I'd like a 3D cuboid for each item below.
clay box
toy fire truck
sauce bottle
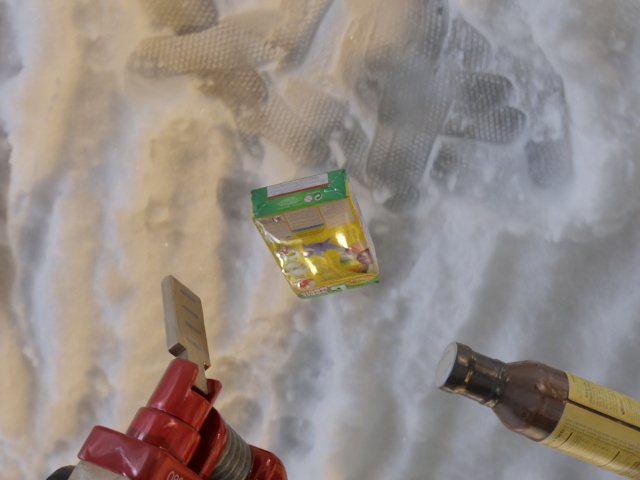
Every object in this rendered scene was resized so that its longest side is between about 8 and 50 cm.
[{"bbox_3d":[0.000,0.000,1.066,0.127,0.053,0.222,-12,146,8],"label":"clay box"},{"bbox_3d":[-0.111,0.173,0.696,0.158,0.246,0.217,10,150,31],"label":"toy fire truck"},{"bbox_3d":[0.329,0.232,1.102,0.344,0.111,0.111,24,120,-5],"label":"sauce bottle"}]
